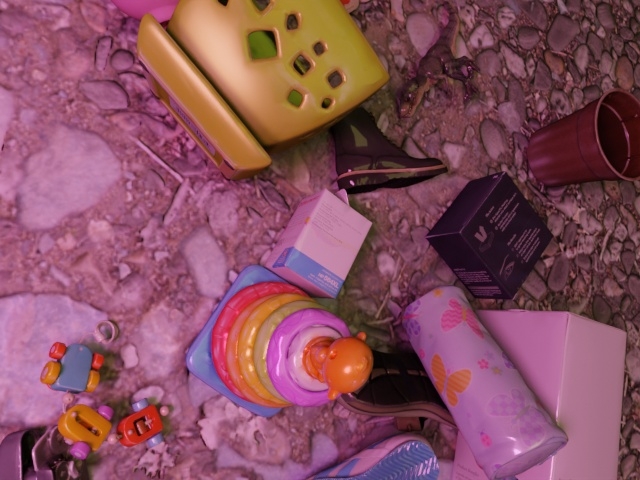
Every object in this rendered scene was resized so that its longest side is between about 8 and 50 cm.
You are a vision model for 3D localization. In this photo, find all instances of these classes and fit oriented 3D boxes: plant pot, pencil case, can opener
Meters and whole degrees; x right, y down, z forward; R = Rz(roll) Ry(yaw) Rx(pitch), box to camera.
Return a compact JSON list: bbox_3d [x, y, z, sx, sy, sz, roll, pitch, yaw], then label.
[{"bbox_3d":[-0.087,-0.205,0.590,0.207,0.227,0.228,-43,103,-9],"label":"plant pot"},{"bbox_3d":[0.226,0.194,0.681,0.124,0.114,0.273,-1,44,-30],"label":"pencil case"},{"bbox_3d":[0.503,-0.180,0.901,0.166,0.165,0.167,3,84,-26],"label":"plant pot"},{"bbox_3d":[-0.292,0.348,0.528,0.095,0.076,0.284,-10,89,6],"label":"can opener"}]

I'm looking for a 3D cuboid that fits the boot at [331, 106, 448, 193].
[{"bbox_3d":[0.110,-0.156,0.766,0.197,0.077,0.137,-9,83,-27],"label":"boot"}]

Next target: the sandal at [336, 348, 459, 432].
[{"bbox_3d":[0.120,0.234,0.715,0.302,0.086,0.120,22,30,-31],"label":"sandal"}]

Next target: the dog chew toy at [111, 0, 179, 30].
[{"bbox_3d":[-0.232,-0.431,0.569,0.206,0.206,0.332,-20,101,-26],"label":"dog chew toy"}]

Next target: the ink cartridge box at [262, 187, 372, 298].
[{"bbox_3d":[0.000,0.000,0.681,0.090,0.092,0.143,35,71,-18],"label":"ink cartridge box"}]

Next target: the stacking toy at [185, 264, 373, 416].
[{"bbox_3d":[-0.023,0.126,0.539,0.165,0.302,0.175,38,69,-17],"label":"stacking toy"}]

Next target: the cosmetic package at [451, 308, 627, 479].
[{"bbox_3d":[0.342,0.304,0.754,0.155,0.197,0.366,18,78,-23],"label":"cosmetic package"}]

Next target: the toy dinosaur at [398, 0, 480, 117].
[{"bbox_3d":[0.232,-0.316,0.848,0.118,0.064,0.268,32,68,-12],"label":"toy dinosaur"}]

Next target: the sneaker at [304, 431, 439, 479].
[{"bbox_3d":[0.056,0.343,0.657,0.228,0.092,0.088,-24,78,3],"label":"sneaker"}]

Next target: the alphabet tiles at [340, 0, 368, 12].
[{"bbox_3d":[0.017,-0.530,0.775,0.284,0.021,0.278,-42,111,-23],"label":"alphabet tiles"}]

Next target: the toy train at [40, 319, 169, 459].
[{"bbox_3d":[-0.261,0.187,0.560,0.166,0.046,0.125,63,28,2],"label":"toy train"}]

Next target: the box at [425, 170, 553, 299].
[{"bbox_3d":[0.296,-0.006,0.822,0.158,0.093,0.156,48,67,-14],"label":"box"}]
